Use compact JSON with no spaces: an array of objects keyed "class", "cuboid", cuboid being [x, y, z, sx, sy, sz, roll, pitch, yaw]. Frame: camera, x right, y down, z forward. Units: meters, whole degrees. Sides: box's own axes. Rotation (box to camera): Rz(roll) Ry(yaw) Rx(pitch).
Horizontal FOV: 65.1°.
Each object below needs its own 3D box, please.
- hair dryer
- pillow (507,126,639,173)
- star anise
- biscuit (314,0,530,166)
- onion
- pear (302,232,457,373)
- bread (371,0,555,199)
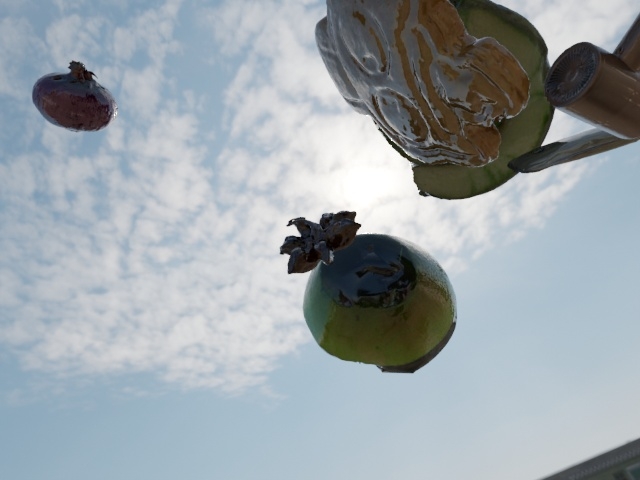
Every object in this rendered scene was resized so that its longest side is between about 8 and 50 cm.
[{"class":"hair dryer","cuboid":[0.303,-0.187,0.456,0.117,0.064,0.182,14,-58,-22]},{"class":"pillow","cuboid":[0.440,-0.162,0.859,0.232,0.131,0.038,-18,-75,11]},{"class":"star anise","cuboid":[-0.001,0.000,0.842,0.167,0.168,0.057,-25,-55,4]},{"class":"biscuit","cuboid":[0.103,-0.201,0.631,0.051,0.376,0.269,-41,-57,-9]},{"class":"onion","cuboid":[-0.358,-0.211,0.738,0.115,0.115,0.105,4,-67,-31]},{"class":"pear","cuboid":[0.140,0.117,1.237,0.398,0.399,0.165,-19,-35,-4]},{"class":"bread","cuboid":[0.257,-0.262,0.974,0.365,0.129,0.382,8,-66,-10]}]
